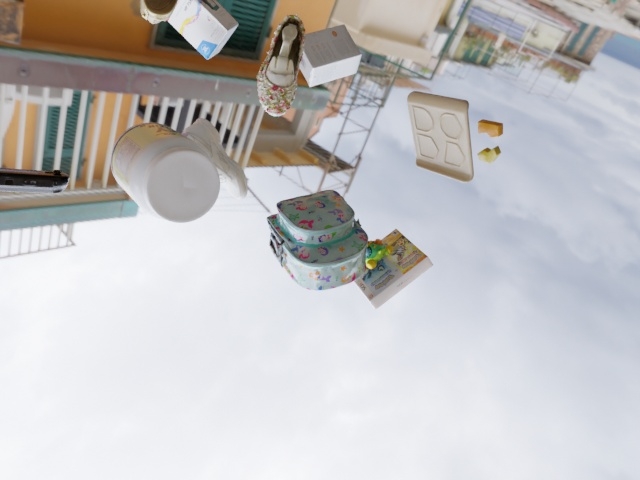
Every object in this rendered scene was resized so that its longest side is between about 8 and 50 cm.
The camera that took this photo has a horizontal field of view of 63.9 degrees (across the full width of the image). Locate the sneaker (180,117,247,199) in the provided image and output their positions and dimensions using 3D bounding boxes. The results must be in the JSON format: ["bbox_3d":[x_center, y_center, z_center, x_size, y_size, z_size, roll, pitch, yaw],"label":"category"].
[{"bbox_3d":[-0.368,-0.253,1.740,0.152,0.114,0.305,-46,-69,-35],"label":"sneaker"}]

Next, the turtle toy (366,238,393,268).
[{"bbox_3d":[0.137,0.035,1.449,0.095,0.130,0.066,-39,-82,-24],"label":"turtle toy"}]

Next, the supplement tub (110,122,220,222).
[{"bbox_3d":[-0.439,-0.193,1.452,0.236,0.235,0.325,0,-160,-36],"label":"supplement tub"}]

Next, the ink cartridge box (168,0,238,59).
[{"bbox_3d":[-0.381,-0.687,1.557,0.231,0.134,0.078,43,-138,-12],"label":"ink cartridge box"}]

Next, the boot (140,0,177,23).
[{"bbox_3d":[-0.425,-0.631,1.340,0.095,0.203,0.261,-1,-111,-22],"label":"boot"}]

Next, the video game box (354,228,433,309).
[{"bbox_3d":[0.188,0.077,1.470,0.048,0.205,0.187,53,179,-36],"label":"video game box"}]

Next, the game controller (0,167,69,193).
[{"bbox_3d":[-0.808,-0.165,1.285,0.320,0.067,0.166,1,-161,-31],"label":"game controller"}]

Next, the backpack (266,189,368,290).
[{"bbox_3d":[0.000,0.000,1.299,0.225,0.191,0.253,-15,-134,-20],"label":"backpack"}]

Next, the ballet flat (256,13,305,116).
[{"bbox_3d":[-0.080,-0.372,1.060,0.091,0.077,0.240,10,-115,-9],"label":"ballet flat"}]

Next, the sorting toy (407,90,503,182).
[{"bbox_3d":[0.361,-0.272,1.376,0.041,0.228,0.307,-30,-144,-24],"label":"sorting toy"}]

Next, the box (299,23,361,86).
[{"bbox_3d":[0.020,-0.578,1.603,0.171,0.091,0.130,-21,-108,-16],"label":"box"}]
